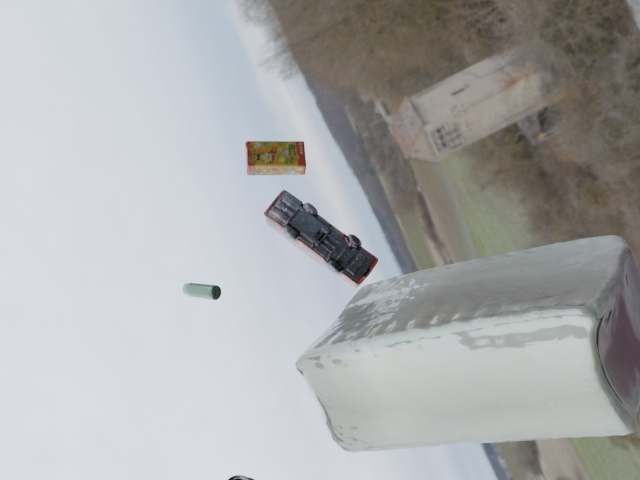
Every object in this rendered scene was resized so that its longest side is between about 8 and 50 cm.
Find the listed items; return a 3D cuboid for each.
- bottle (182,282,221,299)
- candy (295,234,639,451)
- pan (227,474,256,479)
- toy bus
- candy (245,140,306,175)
[{"bbox_3d":[-0.240,0.102,1.478,0.030,0.083,0.030,-9,-79,-56],"label":"bottle"},{"bbox_3d":[0.167,0.118,0.810,0.208,0.358,0.145,-39,-70,-56],"label":"candy"},{"bbox_3d":[-0.146,0.498,1.245,0.028,0.235,0.136,5,-144,-44],"label":"pan"},{"bbox_3d":[0.000,0.000,1.166,0.192,0.065,0.077,37,167,8],"label":"toy bus"},{"bbox_3d":[-0.092,-0.166,1.485,0.038,0.121,0.062,104,163,-60],"label":"candy"}]
